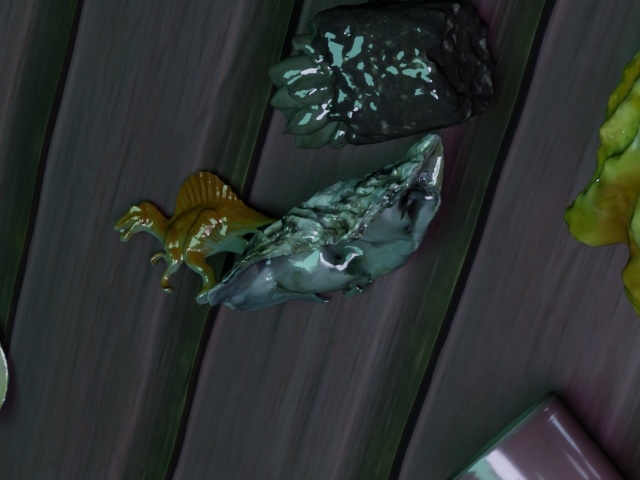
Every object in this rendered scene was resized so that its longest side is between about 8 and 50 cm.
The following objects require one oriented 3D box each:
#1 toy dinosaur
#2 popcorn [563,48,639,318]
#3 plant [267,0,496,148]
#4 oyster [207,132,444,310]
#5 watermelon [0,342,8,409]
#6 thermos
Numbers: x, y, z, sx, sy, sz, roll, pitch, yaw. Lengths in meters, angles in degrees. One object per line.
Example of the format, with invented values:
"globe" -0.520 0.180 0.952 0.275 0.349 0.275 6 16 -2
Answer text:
"toy dinosaur" -0.105 -0.017 1.953 0.212 0.057 0.142 -36 65 24
"popcorn" 0.327 -0.064 1.507 0.321 0.290 0.325 -26 57 40
"plant" 0.051 -0.153 1.759 0.194 0.129 0.132 -5 96 31
"oyster" 0.000 0.003 1.815 0.252 0.199 0.087 108 156 -56
"watermelon" -0.399 0.138 2.171 0.069 0.087 0.163 -8 96 66
"thermos" 0.227 0.288 1.735 0.176 0.146 0.265 -40 84 9
